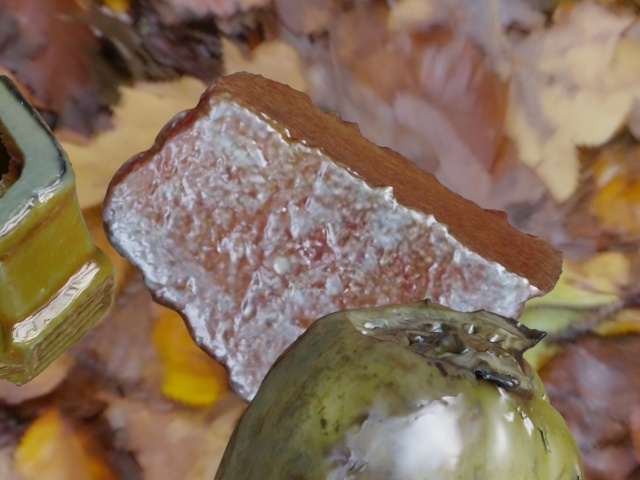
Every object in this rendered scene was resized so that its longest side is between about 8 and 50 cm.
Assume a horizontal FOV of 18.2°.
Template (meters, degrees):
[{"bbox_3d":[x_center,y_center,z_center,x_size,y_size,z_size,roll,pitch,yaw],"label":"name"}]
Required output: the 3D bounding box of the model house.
[{"bbox_3d":[-0.293,0.034,1.770,0.173,0.239,0.268,26,57,35],"label":"model house"}]

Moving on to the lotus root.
[{"bbox_3d":[0.015,0.158,0.859,0.160,0.152,0.275,6,106,-27],"label":"lotus root"}]

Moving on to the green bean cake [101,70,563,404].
[{"bbox_3d":[0.000,0.000,1.216,0.198,0.097,0.233,-44,91,9],"label":"green bean cake"}]
